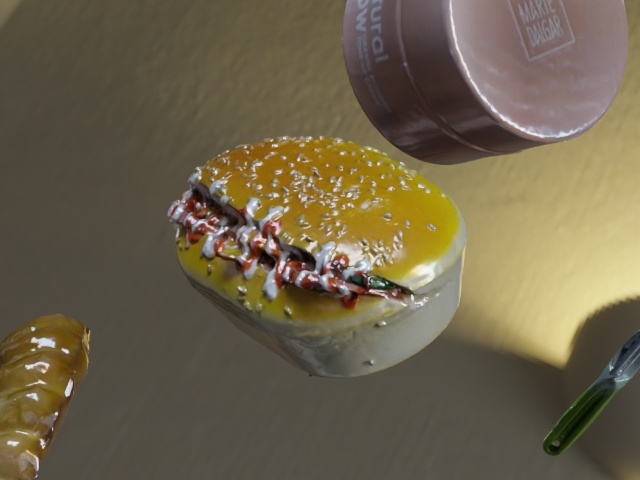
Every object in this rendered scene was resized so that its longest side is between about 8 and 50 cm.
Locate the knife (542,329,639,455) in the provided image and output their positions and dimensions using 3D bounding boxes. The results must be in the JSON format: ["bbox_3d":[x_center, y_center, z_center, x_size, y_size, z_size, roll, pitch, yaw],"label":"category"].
[{"bbox_3d":[0.217,0.111,1.423,0.022,0.026,0.184,43,-45,11],"label":"knife"}]

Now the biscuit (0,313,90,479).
[{"bbox_3d":[-0.340,0.224,1.962,0.107,0.326,0.326,22,-34,-8],"label":"biscuit"}]

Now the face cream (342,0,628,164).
[{"bbox_3d":[0.101,-0.126,1.151,0.149,0.149,0.104,46,-30,-22],"label":"face cream"}]

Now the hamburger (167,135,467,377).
[{"bbox_3d":[0.000,0.000,1.704,0.295,0.227,0.151,25,-39,49],"label":"hamburger"}]
